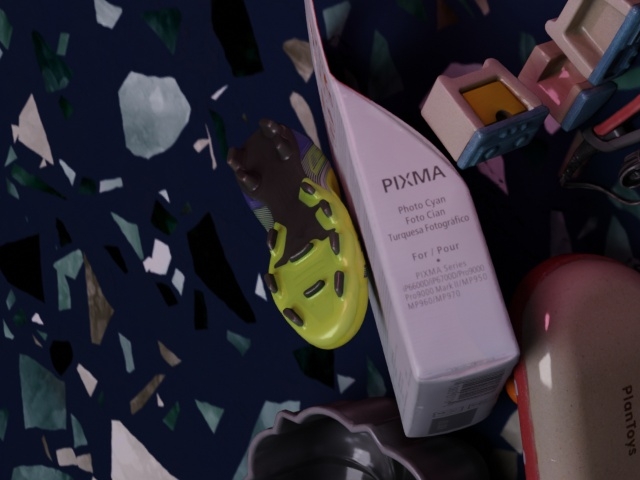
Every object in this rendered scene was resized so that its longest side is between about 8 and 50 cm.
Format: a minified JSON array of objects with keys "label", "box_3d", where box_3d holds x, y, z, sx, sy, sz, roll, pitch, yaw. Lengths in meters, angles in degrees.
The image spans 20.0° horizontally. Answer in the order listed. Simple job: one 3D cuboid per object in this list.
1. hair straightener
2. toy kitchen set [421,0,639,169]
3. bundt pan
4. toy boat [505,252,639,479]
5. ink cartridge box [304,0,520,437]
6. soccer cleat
[{"label":"hair straightener","box_3d":[0.268,-0.078,1.430,0.230,0.047,0.089,-36,79,50]},{"label":"toy kitchen set","box_3d":[0.200,-0.146,1.384,0.122,0.166,0.207,49,138,23]},{"label":"bundt pan","box_3d":[0.074,0.295,1.765,0.330,0.124,0.331,25,124,42]},{"label":"toy boat","box_3d":[0.209,0.122,1.520,0.151,0.151,0.231,17,119,57]},{"label":"ink cartridge box","box_3d":[0.068,-0.042,1.555,0.308,0.091,0.385,84,173,-76]},{"label":"soccer cleat","box_3d":[0.001,-0.001,1.606,0.093,0.121,0.289,-41,37,14]}]
